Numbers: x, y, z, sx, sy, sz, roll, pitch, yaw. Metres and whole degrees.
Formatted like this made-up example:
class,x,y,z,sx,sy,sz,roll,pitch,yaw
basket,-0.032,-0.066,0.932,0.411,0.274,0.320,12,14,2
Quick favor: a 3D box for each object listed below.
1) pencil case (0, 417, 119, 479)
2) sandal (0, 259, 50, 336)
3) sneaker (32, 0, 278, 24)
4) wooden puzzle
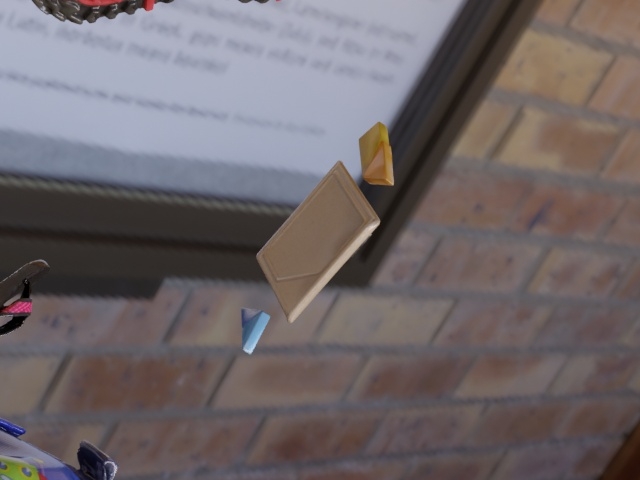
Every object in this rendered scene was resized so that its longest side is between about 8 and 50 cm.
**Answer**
class,x,y,z,sx,sy,sz,roll,pitch,yaw
pencil case,-0.225,0.213,0.754,0.119,0.306,0.133,32,6,-25
sandal,-0.282,0.067,1.355,0.040,0.067,0.179,47,24,-3
sneaker,-0.092,-0.242,1.110,0.262,0.104,0.125,-10,64,-24
wooden puzzle,0.000,0.000,0.772,0.014,0.116,0.078,35,21,-28
